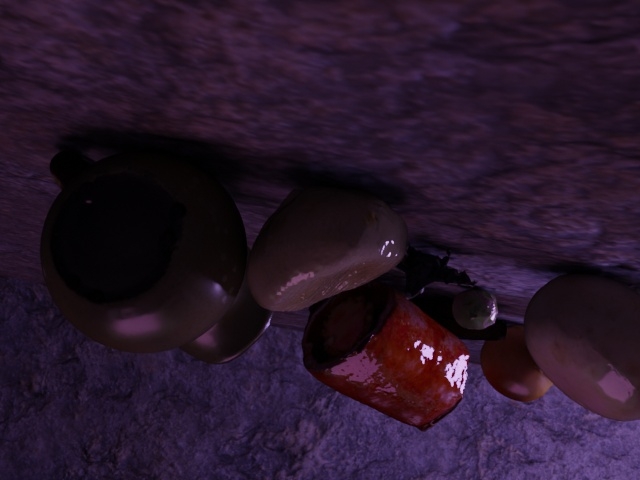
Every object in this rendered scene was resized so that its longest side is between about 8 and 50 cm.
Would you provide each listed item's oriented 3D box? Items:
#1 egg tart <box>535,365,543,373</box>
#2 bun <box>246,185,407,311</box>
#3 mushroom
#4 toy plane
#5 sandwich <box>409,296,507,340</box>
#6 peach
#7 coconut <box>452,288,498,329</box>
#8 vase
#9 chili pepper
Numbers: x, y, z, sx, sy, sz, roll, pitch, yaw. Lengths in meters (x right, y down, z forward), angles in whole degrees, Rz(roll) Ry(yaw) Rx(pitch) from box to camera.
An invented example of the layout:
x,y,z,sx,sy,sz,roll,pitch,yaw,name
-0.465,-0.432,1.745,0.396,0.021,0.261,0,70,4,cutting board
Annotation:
x,y,z,sx,sy,sz,roll,pitch,yaw,name
0.573,0.226,1.659,0.290,0.107,0.291,9,158,4,egg tart
0.000,0.000,0.982,0.222,0.128,0.222,-21,171,-4,bun
0.428,0.147,1.207,0.246,0.202,0.246,49,161,23,mushroom
0.151,0.044,1.202,0.160,0.082,0.234,17,-177,12,toy plane
0.293,0.163,1.713,0.159,0.079,0.235,6,177,-36,sandwich
0.452,0.274,1.851,0.184,0.184,0.184,10,169,2,peach
0.287,0.126,1.505,0.083,0.082,0.081,49,-160,3,coconut
-0.226,0.000,1.046,0.329,0.241,0.302,43,178,19,vase
0.140,0.223,1.626,0.305,0.229,0.251,31,118,-28,chili pepper
